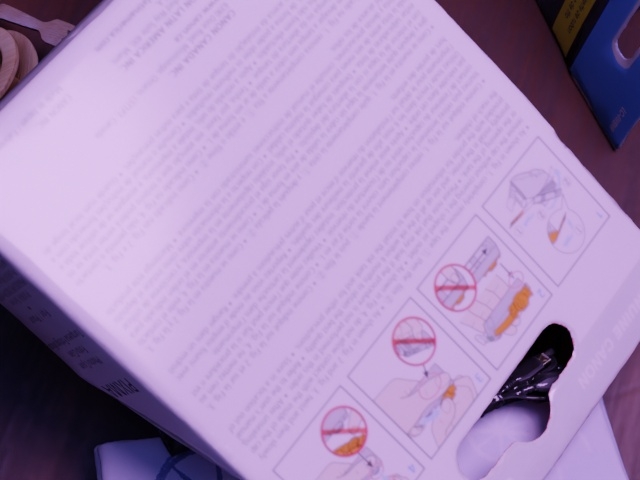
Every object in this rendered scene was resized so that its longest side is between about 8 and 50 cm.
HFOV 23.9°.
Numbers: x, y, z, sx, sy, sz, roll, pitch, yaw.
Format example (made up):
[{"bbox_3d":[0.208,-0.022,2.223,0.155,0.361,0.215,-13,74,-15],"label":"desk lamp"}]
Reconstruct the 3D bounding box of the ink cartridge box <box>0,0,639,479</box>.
[{"bbox_3d":[0.000,0.000,0.917,0.385,0.091,0.308,45,65,-11],"label":"ink cartridge box"}]

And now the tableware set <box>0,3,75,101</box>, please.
[{"bbox_3d":[-0.196,-0.096,0.996,0.194,0.039,0.128,22,76,35],"label":"tableware set"}]

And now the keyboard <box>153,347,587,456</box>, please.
[{"bbox_3d":[0.040,0.064,0.976,0.317,0.033,0.201,-21,51,-20],"label":"keyboard"}]

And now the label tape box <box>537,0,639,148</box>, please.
[{"bbox_3d":[0.207,-0.274,1.046,0.115,0.249,0.347,-20,74,-12],"label":"label tape box"}]

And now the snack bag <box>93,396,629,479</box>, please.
[{"bbox_3d":[0.053,0.229,0.887,0.343,0.037,0.323,-8,53,-10],"label":"snack bag"}]
